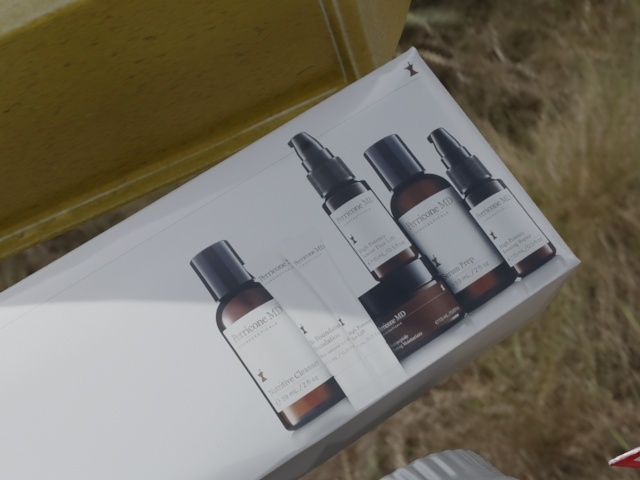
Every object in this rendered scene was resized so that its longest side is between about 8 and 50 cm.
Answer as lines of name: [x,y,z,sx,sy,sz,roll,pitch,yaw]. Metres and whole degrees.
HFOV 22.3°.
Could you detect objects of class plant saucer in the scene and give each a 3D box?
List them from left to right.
plant saucer: [-0.106,-0.072,0.606,0.333,0.333,0.081,-24,78,2]

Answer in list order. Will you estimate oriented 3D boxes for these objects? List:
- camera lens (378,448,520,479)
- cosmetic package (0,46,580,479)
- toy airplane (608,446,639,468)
camera lens: [0.110,0.279,0.898,0.219,0.219,0.274,-45,60,-2]
cosmetic package: [-0.039,0.038,0.533,0.239,0.060,0.099,-33,75,-19]
toy airplane: [0.160,0.061,0.485,0.151,0.028,0.151,10,41,-9]
